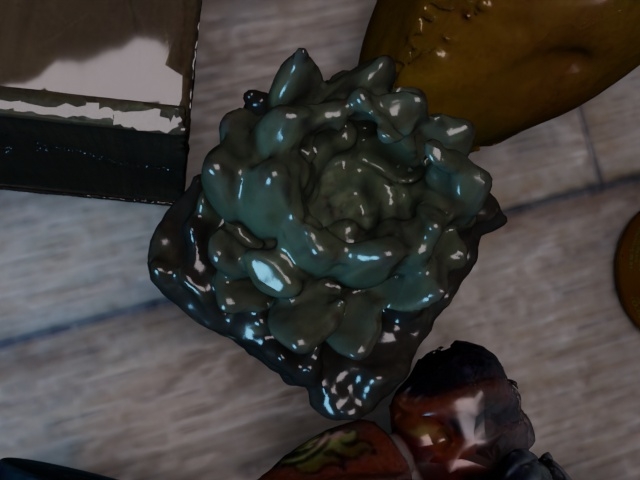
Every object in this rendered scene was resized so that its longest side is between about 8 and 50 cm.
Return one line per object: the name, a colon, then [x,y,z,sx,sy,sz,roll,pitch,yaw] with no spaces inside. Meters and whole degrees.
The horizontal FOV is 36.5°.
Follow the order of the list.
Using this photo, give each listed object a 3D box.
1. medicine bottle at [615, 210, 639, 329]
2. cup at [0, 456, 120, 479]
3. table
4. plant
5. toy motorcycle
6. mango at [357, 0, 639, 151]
medicine bottle: [0.229,0.011,0.477,0.096,0.192,0.096,1,86,-9]
cup: [-0.132,0.181,0.430,0.176,0.131,0.155,29,72,-43]
table: [-0.137,-0.117,0.432,0.172,0.193,0.169,5,84,-9]
plant: [0.000,0.000,0.441,0.129,0.194,0.132,34,80,-4]
toy motorcycle: [0.125,0.178,0.458,0.400,0.134,0.207,21,72,-13]
mango: [0.108,-0.143,0.467,0.249,0.156,0.151,-46,55,23]
